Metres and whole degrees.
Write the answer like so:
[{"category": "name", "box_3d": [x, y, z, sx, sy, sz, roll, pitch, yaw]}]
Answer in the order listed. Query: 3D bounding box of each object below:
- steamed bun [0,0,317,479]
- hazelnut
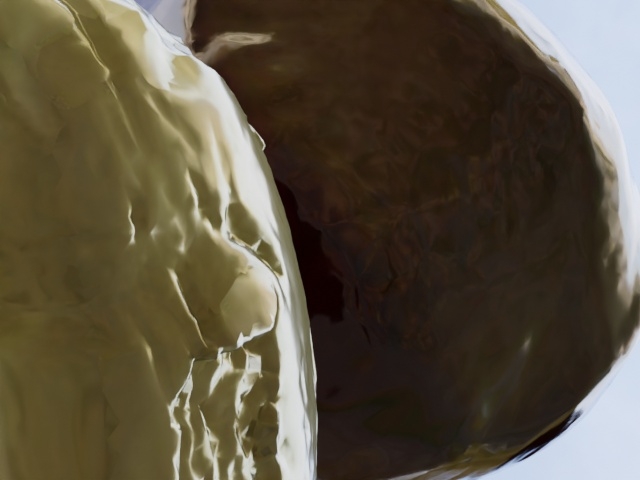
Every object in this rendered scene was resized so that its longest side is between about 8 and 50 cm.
[{"category": "steamed bun", "box_3d": [-0.101, 0.051, 0.475, 0.166, 0.232, 0.273, -24, -66, -59]}, {"category": "hazelnut", "box_3d": [0.000, 0.000, 0.663, 0.229, 0.229, 0.229, 7, -103, -33]}]
